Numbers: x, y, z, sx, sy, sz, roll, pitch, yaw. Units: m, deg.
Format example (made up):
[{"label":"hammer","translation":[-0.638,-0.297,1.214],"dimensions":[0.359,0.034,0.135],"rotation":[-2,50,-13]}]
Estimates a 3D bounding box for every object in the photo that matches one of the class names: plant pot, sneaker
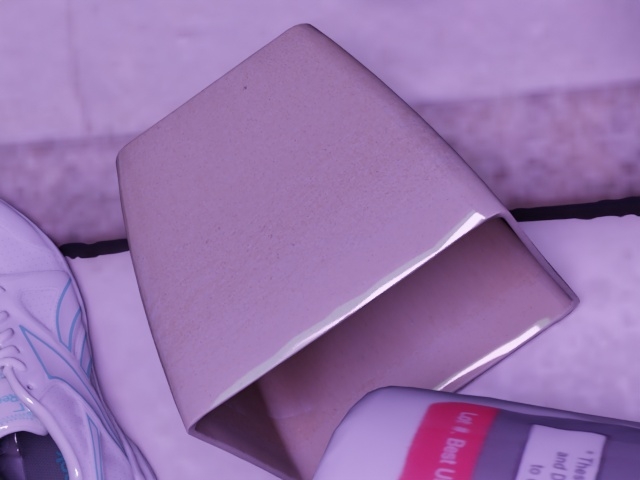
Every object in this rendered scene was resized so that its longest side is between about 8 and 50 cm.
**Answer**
[{"label":"plant pot","translation":[0.000,0.000,0.605],"dimensions":[0.109,0.109,0.096],"rotation":[-35,65,7]},{"label":"sneaker","translation":[-0.099,0.043,0.639],"dimensions":[0.054,0.061,0.152],"rotation":[-32,77,9]}]

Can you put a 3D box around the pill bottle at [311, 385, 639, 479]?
[{"label":"pill bottle","translation":[0.150,0.146,0.516],"dimensions":[0.318,0.176,0.176],"rotation":[8,86,13]}]
